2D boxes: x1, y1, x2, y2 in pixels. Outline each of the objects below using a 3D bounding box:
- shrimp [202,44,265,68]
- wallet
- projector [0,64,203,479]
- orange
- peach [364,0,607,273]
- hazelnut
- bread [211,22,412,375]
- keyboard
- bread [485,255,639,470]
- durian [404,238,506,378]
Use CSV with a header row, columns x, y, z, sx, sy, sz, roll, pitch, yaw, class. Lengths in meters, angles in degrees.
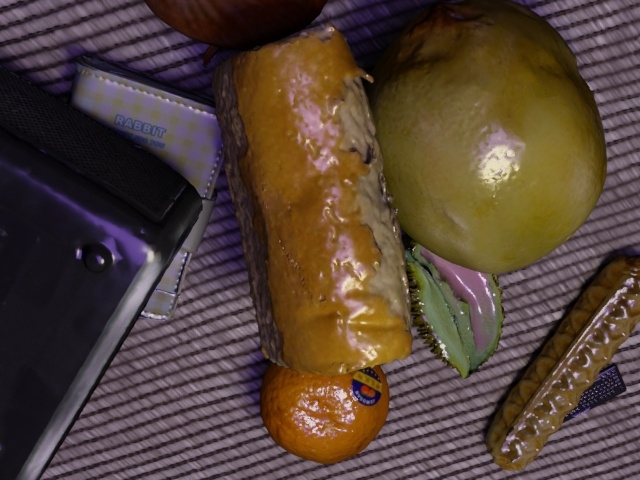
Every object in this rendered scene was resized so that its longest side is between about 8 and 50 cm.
x,y,z,sx,sy,sz,roll,pitch,yaw,class
-0.105,-0.202,1.449,0.091,0.025,0.127,2,106,-11,shrimp
-0.249,-0.058,1.452,0.223,0.077,0.310,17,109,-13,wallet
-0.406,0.022,1.320,0.405,0.242,0.395,31,109,-6,projector
0.005,0.214,1.559,0.177,0.155,0.178,-3,103,-12,orange
0.192,-0.125,1.387,0.281,0.314,0.315,-16,153,19,peach
-0.098,-0.320,1.316,0.210,0.186,0.210,14,142,11,hazelnut
-0.008,-0.046,1.300,0.165,0.236,0.375,-13,93,-19,bread
0.383,0.240,1.714,0.155,0.010,0.053,-27,114,1,keyboard
0.359,0.178,1.647,0.077,0.084,0.367,25,105,-34,bread
0.170,0.069,1.569,0.137,0.095,0.221,-39,115,-33,durian
